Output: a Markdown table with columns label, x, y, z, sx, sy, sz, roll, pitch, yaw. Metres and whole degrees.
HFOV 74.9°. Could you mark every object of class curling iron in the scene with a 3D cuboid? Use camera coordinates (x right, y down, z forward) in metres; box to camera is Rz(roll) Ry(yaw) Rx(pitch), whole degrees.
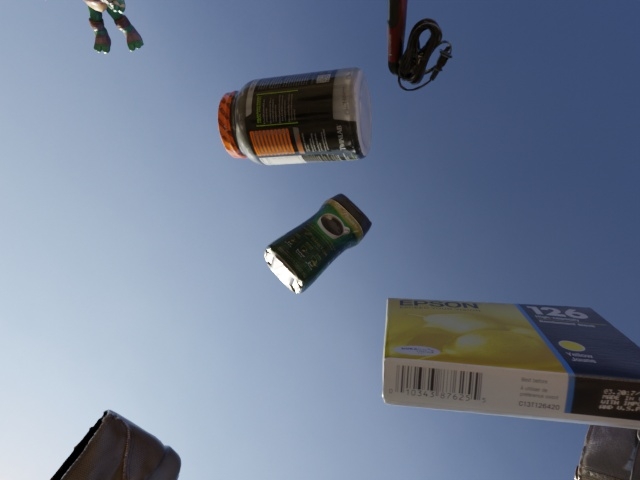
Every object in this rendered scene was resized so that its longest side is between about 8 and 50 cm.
| label | x | y | z | sx | sy | sz | roll | pitch | yaw |
| --- | --- | --- | --- | --- | --- | --- | --- | --- | --- |
| curling iron | 0.087 | -0.276 | 0.382 | 0.068 | 0.035 | 0.274 | 1 | -52 | 17 |

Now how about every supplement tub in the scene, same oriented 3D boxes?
| label | x | y | z | sx | sy | sz | roll | pitch | yaw |
| --- | --- | --- | --- | --- | --- | --- | --- | --- | --- |
| supplement tub | -0.032 | -0.162 | 0.564 | 0.190 | 0.117 | 0.117 | 1 | -83 | 17 |

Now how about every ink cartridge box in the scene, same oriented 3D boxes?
| label | x | y | z | sx | sy | sz | roll | pitch | yaw |
| --- | --- | --- | --- | --- | --- | --- | --- | --- | --- |
| ink cartridge box | 0.243 | 0.133 | 0.583 | 0.304 | 0.307 | 0.072 | 1 | -77 | 9 |

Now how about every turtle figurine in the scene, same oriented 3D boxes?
| label | x | y | z | sx | sy | sz | roll | pitch | yaw |
| --- | --- | --- | --- | --- | --- | --- | --- | --- | --- |
| turtle figurine | -0.484 | -0.519 | 0.895 | 0.175 | 0.234 | 0.118 | 11 | -113 | 8 |

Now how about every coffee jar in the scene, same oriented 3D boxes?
| label | x | y | z | sx | sy | sz | roll | pitch | yaw |
| --- | --- | --- | --- | --- | --- | --- | --- | --- | --- |
| coffee jar | 0.000 | 0.000 | 0.719 | 0.096 | 0.184 | 0.079 | 46 | -27 | 10 |

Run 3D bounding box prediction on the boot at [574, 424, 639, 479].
| label | x | y | z | sx | sy | sz | roll | pitch | yaw |
| --- | --- | --- | --- | --- | --- | --- | --- | --- | --- |
| boot | 0.380 | 0.290 | 0.427 | 0.091 | 0.263 | 0.229 | 37 | -25 | -18 |

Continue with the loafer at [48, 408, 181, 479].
| label | x | y | z | sx | sy | sz | roll | pitch | yaw |
| --- | --- | --- | --- | --- | --- | --- | --- | --- | --- |
| loafer | -0.307 | 0.303 | 0.381 | 0.134 | 0.366 | 0.130 | -34 | -88 | 37 |
